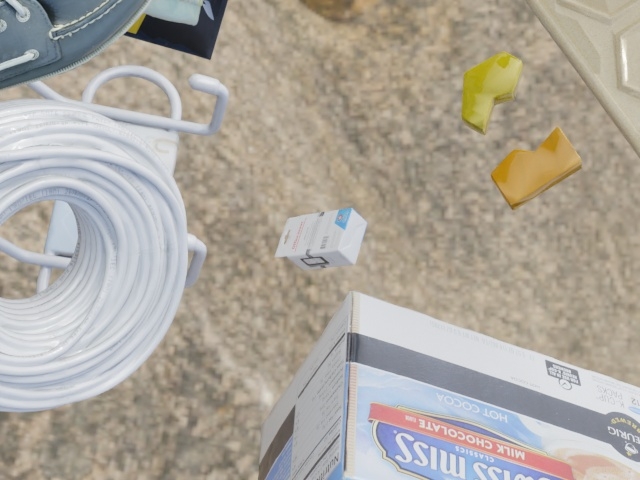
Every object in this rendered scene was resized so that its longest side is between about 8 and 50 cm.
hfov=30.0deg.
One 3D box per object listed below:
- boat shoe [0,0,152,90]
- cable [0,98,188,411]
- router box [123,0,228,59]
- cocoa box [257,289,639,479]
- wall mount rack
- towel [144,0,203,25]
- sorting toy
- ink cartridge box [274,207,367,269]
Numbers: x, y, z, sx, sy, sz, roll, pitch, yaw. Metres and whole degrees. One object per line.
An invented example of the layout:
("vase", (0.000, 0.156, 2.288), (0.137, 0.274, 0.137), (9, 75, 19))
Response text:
("boat shoe", (-0.256, -0.168, 0.911), (0.116, 0.319, 0.099), (63, 4, -7))
("cable", (-0.234, 0.014, 0.970), (0.257, 0.089, 0.257), (-21, 119, -28))
("router box", (-0.232, -0.439, 1.695), (0.242, 0.081, 0.309), (14, 105, -19))
("cocoa box", (0.133, 0.246, 1.122), (0.347, 0.231, 0.228), (20, 39, -13))
("wall mount rack", (-0.257, -0.085, 1.216), (0.130, 0.304, 0.350), (113, -15, -56))
("towel", (-0.179, -0.426, 1.411), (0.374, 0.090, 0.321), (-36, 143, -81))
("sorting toy", (0.235, -0.163, 0.890), (0.229, 0.307, 0.041), (60, 5, 18))
("ink cartridge box", (0.000, 0.000, 1.140), (0.028, 0.083, 0.048), (41, 56, -37))
